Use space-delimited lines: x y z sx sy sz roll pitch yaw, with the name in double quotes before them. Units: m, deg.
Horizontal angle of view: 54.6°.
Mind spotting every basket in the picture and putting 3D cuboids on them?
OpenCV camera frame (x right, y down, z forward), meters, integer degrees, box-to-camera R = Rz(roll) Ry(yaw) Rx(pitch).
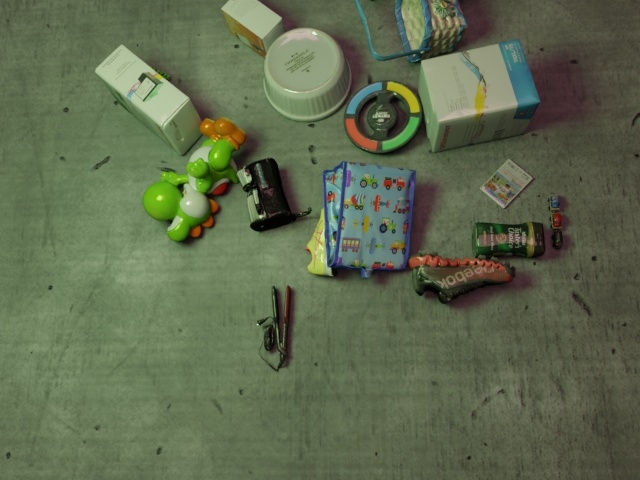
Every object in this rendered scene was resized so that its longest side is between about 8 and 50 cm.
"basket" 0.256 -0.647 1.792 0.289 0.201 0.254 -13 74 -8

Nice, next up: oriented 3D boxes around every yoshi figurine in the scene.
"yoshi figurine" -0.370 -0.181 1.735 0.203 0.203 0.362 23 81 16

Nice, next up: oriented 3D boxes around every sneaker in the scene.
"sneaker" 0.368 0.105 1.629 0.276 0.097 0.135 3 75 9
"sneaker" 0.000 0.000 1.706 0.094 0.081 0.208 -8 62 24

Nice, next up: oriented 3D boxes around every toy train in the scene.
"toy train" 0.636 -0.056 1.678 0.027 0.036 0.158 -2 74 5
"toy train" -0.501 -0.516 1.927 0.083 0.017 0.023 30 89 12

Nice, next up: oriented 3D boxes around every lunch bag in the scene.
"lunch bag" 0.129 -0.045 1.650 0.221 0.138 0.293 4 82 -24

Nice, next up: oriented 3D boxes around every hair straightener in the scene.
"hair straightener" -0.127 0.235 1.675 0.089 0.047 0.230 0 79 6

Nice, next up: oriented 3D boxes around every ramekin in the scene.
"ramekin" -0.043 -0.496 1.819 0.273 0.127 0.272 -1 75 5

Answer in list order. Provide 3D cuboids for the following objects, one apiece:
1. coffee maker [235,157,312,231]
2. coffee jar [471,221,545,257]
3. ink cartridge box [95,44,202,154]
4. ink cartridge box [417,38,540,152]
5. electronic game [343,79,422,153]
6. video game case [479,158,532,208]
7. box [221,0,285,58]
"coffee maker" -0.136 -0.132 1.747 0.171 0.120 0.178 -10 74 -21
"coffee jar" 0.502 -0.001 1.654 0.184 0.079 0.096 -1 75 5
"ink cartridge box" -0.485 -0.401 1.797 0.278 0.201 0.117 39 80 14
"ink cartridge box" 0.423 -0.391 1.708 0.270 0.198 0.197 -12 74 2
"electronic game" 0.179 -0.357 1.787 0.229 0.048 0.229 -4 74 13
"video game case" 0.518 -0.159 1.731 0.122 0.011 0.087 -45 76 -7
"box" -0.197 -0.648 1.875 0.170 0.130 0.091 39 81 15
